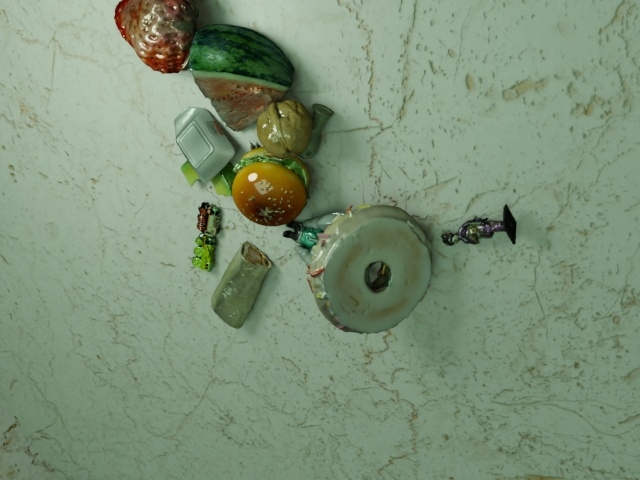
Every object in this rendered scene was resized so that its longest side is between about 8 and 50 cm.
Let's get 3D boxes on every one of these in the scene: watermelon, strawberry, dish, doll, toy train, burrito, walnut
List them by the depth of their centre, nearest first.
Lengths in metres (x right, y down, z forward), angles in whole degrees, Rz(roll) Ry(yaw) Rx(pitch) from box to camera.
[{"bbox_3d":[-0.096,-0.301,1.382,0.166,0.167,0.149,-8,150,24],"label":"walnut"},{"bbox_3d":[-0.485,-0.610,1.432,0.336,0.149,0.265,25,119,32],"label":"strawberry"},{"bbox_3d":[-0.221,-0.478,1.446,0.282,0.292,0.251,15,74,-11],"label":"watermelon"},{"bbox_3d":[0.001,0.021,1.535,0.258,0.153,0.195,-9,91,26],"label":"doll"},{"bbox_3d":[-0.381,-0.307,1.563,0.154,0.064,0.234,-42,73,20],"label":"dish"},{"bbox_3d":[-0.277,0.157,1.732,0.143,0.105,0.299,30,117,3],"label":"burrito"},{"bbox_3d":[-0.387,-0.013,1.735,0.085,0.053,0.250,16,116,6],"label":"toy train"}]

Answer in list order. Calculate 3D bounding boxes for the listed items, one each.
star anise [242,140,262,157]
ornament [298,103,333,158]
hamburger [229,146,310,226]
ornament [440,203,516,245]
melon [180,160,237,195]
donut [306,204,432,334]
[{"bbox_3d":[-0.175,-0.255,1.541,0.124,0.056,0.129,46,135,1],"label":"star anise"},{"bbox_3d":[-0.027,-0.309,1.459,0.081,0.074,0.156,39,122,18],"label":"ornament"},{"bbox_3d":[-0.149,-0.146,1.480,0.245,0.170,0.246,6,140,5],"label":"hamburger"},{"bbox_3d":[0.435,-0.019,1.402,0.203,0.088,0.081,-21,127,40],"label":"ornament"},{"bbox_3d":[-0.353,-0.212,1.634,0.209,0.064,0.118,11,120,20],"label":"melon"},{"bbox_3d":[0.133,0.079,1.426,0.382,0.142,0.383,-7,108,-22],"label":"donut"}]
